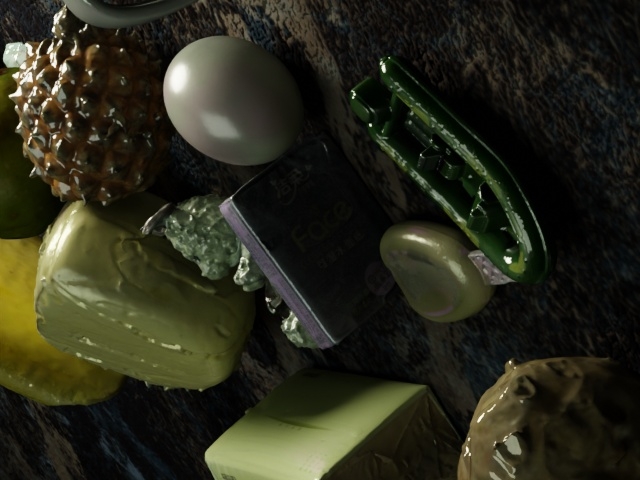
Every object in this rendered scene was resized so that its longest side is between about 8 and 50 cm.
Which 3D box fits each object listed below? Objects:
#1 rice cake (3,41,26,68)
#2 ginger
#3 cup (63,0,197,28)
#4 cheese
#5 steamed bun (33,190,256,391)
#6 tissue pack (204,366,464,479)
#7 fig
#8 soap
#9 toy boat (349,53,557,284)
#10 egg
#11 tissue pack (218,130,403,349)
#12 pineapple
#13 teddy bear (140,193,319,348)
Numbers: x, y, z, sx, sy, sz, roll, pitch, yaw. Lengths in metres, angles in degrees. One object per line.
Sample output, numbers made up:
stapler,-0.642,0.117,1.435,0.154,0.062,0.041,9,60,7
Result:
rice cake,-0.272,-0.122,1.790,0.124,0.038,0.211,17,137,51
ginger,0.248,0.216,1.209,0.375,0.176,0.256,34,168,31
cup,-0.163,-0.290,1.127,0.289,0.257,0.219,58,160,-13
cheese,0.119,0.022,1.311,0.097,0.037,0.192,57,154,-13
steamed bun,-0.176,0.046,1.690,0.232,0.166,0.273,17,159,-1
tissue pack,0.014,0.220,1.611,0.234,0.159,0.125,1,125,60
fig,-0.330,-0.083,1.689,0.181,0.181,0.191,26,157,44
soap,-0.403,0.046,1.865,0.427,0.306,0.115,30,115,-4
toy boat,0.104,-0.051,1.218,0.210,0.052,0.104,48,153,18
egg,-0.073,-0.117,1.373,0.135,0.103,0.103,34,150,33
tissue pack,0.000,0.000,1.395,0.156,0.112,0.051,54,155,-4
pineapple,-0.217,-0.135,1.548,0.166,0.166,0.193,18,128,51
teddy bear,-0.053,0.004,1.489,0.213,0.111,0.133,32,-167,2
